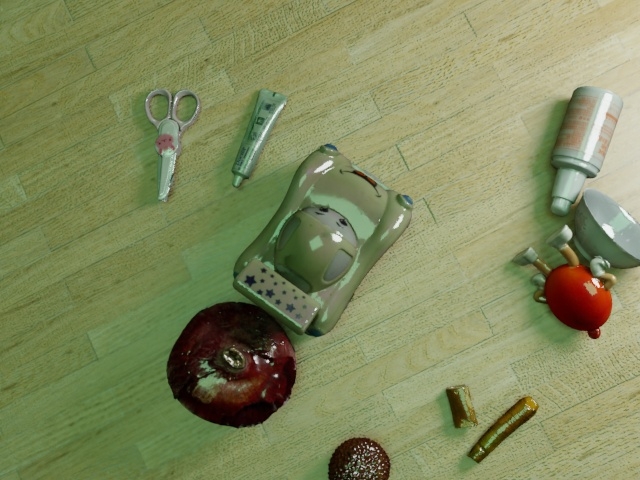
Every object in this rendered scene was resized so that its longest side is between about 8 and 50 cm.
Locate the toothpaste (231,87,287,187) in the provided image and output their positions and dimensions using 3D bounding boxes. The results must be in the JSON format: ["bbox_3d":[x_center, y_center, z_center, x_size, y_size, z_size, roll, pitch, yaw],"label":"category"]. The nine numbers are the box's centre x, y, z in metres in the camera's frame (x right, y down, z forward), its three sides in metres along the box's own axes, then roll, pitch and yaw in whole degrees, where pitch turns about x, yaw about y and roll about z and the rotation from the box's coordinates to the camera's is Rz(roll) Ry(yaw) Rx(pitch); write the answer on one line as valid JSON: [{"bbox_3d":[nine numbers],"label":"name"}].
[{"bbox_3d":[-0.135,-0.210,1.712,0.064,0.041,0.218,20,83,13],"label":"toothpaste"}]

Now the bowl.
[{"bbox_3d":[0.546,-0.004,1.583,0.189,0.189,0.086,47,123,8],"label":"bowl"}]

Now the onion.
[{"bbox_3d":[-0.171,0.237,1.577,0.252,0.219,0.252,1,81,-4],"label":"onion"}]

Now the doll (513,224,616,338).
[{"bbox_3d":[0.485,0.086,1.577,0.085,0.183,0.217,-34,86,-38],"label":"doll"}]

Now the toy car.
[{"bbox_3d":[0.000,0.000,1.581,0.242,0.226,0.336,35,89,8],"label":"toy car"}]

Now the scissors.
[{"bbox_3d":[-0.320,-0.201,1.728,0.118,0.030,0.242,4,82,7],"label":"scissors"}]

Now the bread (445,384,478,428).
[{"bbox_3d":[0.277,0.326,1.619,0.047,0.036,0.083,-15,83,19],"label":"bread"}]

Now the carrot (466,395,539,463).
[{"bbox_3d":[0.355,0.370,1.606,0.170,0.042,0.042,-45,82,1],"label":"carrot"}]

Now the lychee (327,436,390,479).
[{"bbox_3d":[0.073,0.446,1.583,0.123,0.129,0.123,4,122,7],"label":"lychee"}]

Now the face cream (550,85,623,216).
[{"bbox_3d":[0.506,-0.169,1.617,0.101,0.101,0.252,19,86,7],"label":"face cream"}]
